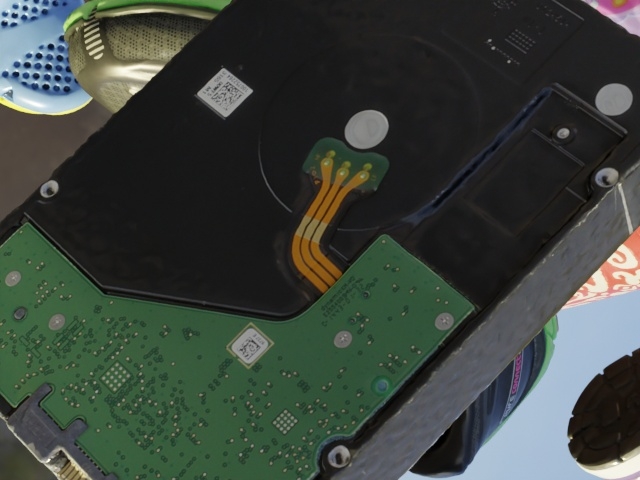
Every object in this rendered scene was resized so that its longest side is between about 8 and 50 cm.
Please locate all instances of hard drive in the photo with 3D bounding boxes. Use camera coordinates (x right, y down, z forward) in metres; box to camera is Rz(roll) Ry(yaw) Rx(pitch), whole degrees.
[{"bbox_3d":[-0.006,-0.005,0.786,0.339,0.237,0.064,-46,149,-10],"label":"hard drive"}]

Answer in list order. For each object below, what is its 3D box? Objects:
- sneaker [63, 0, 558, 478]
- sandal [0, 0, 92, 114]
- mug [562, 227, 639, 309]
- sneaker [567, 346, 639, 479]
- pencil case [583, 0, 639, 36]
[{"bbox_3d":[0.000,0.000,1.170,0.185,0.483,0.202,-16,-142,48],"label":"sneaker"},{"bbox_3d":[-0.279,-0.244,1.308,0.126,0.317,0.138,-37,-169,-24],"label":"sandal"},{"bbox_3d":[0.159,-0.030,0.985,0.113,0.150,0.169,-30,-178,-38],"label":"mug"},{"bbox_3d":[0.297,0.087,0.963,0.283,0.124,0.107,-32,-150,34],"label":"sneaker"},{"bbox_3d":[0.273,-0.214,1.286,0.124,0.284,0.124,-5,90,-75],"label":"pencil case"}]
